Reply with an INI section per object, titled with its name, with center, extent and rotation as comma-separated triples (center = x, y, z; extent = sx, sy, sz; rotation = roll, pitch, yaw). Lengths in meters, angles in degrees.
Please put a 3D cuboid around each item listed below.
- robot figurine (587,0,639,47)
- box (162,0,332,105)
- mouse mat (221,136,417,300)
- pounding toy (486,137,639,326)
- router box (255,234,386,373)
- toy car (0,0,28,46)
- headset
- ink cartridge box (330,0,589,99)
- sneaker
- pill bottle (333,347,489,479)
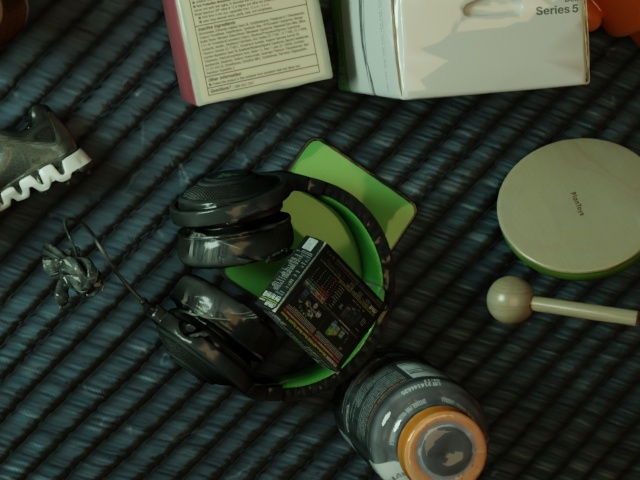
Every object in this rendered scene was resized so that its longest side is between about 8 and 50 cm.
[robot figurine]
center = 0.328, -0.311, 1.934
extent = 0.158, 0.128, 0.219
rotation = -33, 105, 22
[box]
center = -0.090, -0.267, 1.848
extent = 0.148, 0.127, 0.232
rotation = -12, 99, -10
[mouse mat]
center = 0.000, 0.000, 1.964
extent = 0.152, 0.007, 0.190
rotation = 34, 89, -14
[pounding toy]
center = 0.286, 0.011, 1.968
extent = 0.183, 0.110, 0.237
rotation = 7, 57, 16
[router box]
center = 0.002, 0.067, 1.850
extent = 0.092, 0.038, 0.122
rotation = -53, 128, -13
[toy car]
center = -0.374, -0.226, 1.735
extent = 0.149, 0.188, 0.155
rotation = 45, 122, -14
[headset]
center = -0.095, 0.043, 1.852
extent = 0.394, 0.185, 0.243
rotation = 9, 95, -24
[ink cartridge box]
center = 0.137, -0.212, 1.829
extent = 0.198, 0.273, 0.115
rotation = -6, 98, -11
[sneaker]
center = -0.360, -0.069, 1.845
extent = 0.234, 0.078, 0.106
rotation = -28, 99, -11
[pill bottle]
center = 0.100, 0.197, 1.888
extent = 0.130, 0.245, 0.130
rotation = -2, 98, -11
